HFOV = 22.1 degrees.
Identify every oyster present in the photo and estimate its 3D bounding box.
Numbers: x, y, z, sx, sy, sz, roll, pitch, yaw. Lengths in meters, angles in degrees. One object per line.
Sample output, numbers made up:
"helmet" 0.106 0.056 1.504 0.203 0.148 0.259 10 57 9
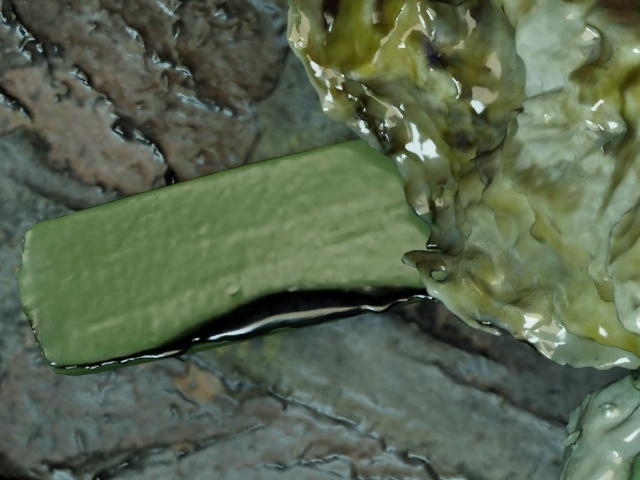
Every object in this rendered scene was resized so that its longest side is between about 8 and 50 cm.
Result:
"oyster" 0.135 -0.060 0.777 0.238 0.114 0.351 -25 43 -1

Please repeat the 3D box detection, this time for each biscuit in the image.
"biscuit" 0.000 0.000 0.867 0.323 0.038 0.099 -14 73 3

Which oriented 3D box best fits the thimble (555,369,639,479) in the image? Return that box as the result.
"thimble" 0.204 0.148 0.757 0.219 0.150 0.219 -1 78 5
